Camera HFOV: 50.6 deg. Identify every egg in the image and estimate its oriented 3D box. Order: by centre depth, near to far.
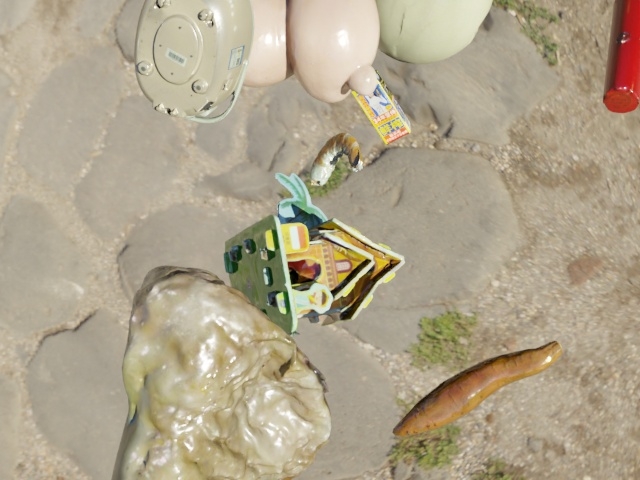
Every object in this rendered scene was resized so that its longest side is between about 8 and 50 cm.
[{"bbox_3d":[0.179,-0.415,1.144,0.219,0.269,0.219,2,68,-5],"label":"egg"}]

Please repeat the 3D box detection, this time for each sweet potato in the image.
[{"bbox_3d":[0.215,0.205,0.951,0.264,0.057,0.057,-32,69,3],"label":"sweet potato"}]

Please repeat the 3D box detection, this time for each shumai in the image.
[{"bbox_3d":[-0.150,0.214,0.714,0.217,0.346,0.283,26,61,29],"label":"shumai"}]

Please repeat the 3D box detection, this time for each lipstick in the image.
[{"bbox_3d":[0.595,-0.373,1.315,0.073,0.073,0.280,2,58,29],"label":"lipstick"}]

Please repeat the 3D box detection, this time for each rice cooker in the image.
[{"bbox_3d":[-0.166,-0.253,0.882,0.145,0.127,0.206,20,115,4],"label":"rice cooker"}]

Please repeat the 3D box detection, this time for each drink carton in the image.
[{"bbox_3d":[0.143,-0.313,1.594,0.071,0.166,0.056,-26,32,20],"label":"drink carton"}]

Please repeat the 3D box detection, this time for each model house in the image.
[{"bbox_3d":[0.000,0.000,1.310,0.300,0.323,0.340,-23,75,63],"label":"model house"}]

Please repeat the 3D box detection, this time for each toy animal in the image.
[{"bbox_3d":[-0.034,-0.327,1.053,0.229,0.221,0.210,2,88,63],"label":"toy animal"}]

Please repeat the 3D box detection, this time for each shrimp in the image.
[{"bbox_3d":[0.043,-0.179,1.642,0.161,0.049,0.166,-60,40,14],"label":"shrimp"}]
